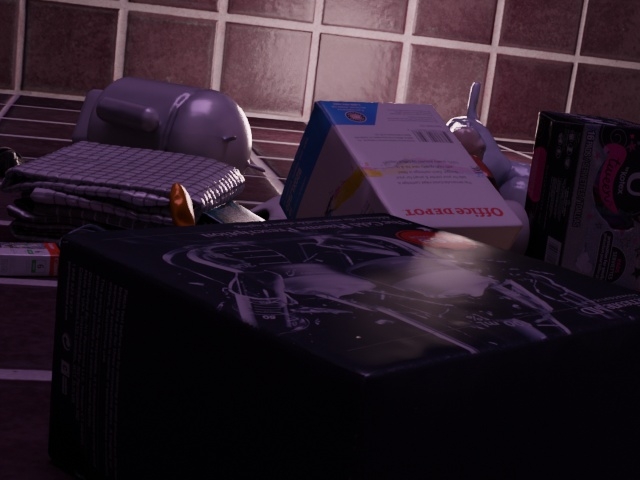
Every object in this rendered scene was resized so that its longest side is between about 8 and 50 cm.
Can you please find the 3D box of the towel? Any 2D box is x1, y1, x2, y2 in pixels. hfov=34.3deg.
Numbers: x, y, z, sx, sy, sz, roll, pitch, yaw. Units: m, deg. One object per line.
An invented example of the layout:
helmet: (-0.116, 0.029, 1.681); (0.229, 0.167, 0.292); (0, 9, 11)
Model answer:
towel: (-0.267, -0.047, 1.435); (0.284, 0.121, 0.235); (8, 16, 10)

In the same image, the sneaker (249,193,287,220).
sneaker: (0.000, 0.000, 1.458); (0.129, 0.111, 0.297); (-20, 21, -27)

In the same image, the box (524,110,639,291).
box: (0.395, -0.053, 1.506); (0.142, 0.247, 0.163); (3, 13, -12)

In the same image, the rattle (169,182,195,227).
rattle: (-0.076, 0.021, 1.187); (0.200, 0.142, 0.130); (6, -8, 28)

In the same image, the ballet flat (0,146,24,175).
ballet flat: (-0.574, -0.155, 1.919); (0.058, 0.049, 0.173); (3, 13, -22)

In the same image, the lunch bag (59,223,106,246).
lunch bag: (-0.267, 0.013, 1.262); (0.083, 0.053, 0.071); (11, -11, 31)

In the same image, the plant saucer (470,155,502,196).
plant saucer: (0.157, -0.076, 1.625); (0.259, 0.047, 0.258); (-3, -15, 16)

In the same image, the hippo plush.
hippo plush: (0.286, -0.089, 1.860); (0.237, 0.234, 0.294); (36, 28, -4)

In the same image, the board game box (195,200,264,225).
board game box: (-0.058, 0.013, 1.318); (0.186, 0.026, 0.126); (31, 13, 6)

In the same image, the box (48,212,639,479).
box: (0.033, 0.103, 0.753); (0.343, 0.178, 0.313); (-5, 18, -43)

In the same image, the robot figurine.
robot figurine: (-0.270, -0.180, 1.847); (0.354, 0.199, 0.300); (13, -5, 28)

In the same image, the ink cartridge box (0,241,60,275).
ink cartridge box: (-0.341, 0.023, 1.271); (0.115, 0.029, 0.063); (1, 14, -24)

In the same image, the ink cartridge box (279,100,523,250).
ink cartridge box: (0.086, -0.030, 1.227); (0.171, 0.168, 0.232); (-1, 43, -29)

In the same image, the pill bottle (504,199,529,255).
pill bottle: (0.185, -0.014, 1.510); (0.221, 0.121, 0.121); (2, 13, -24)
